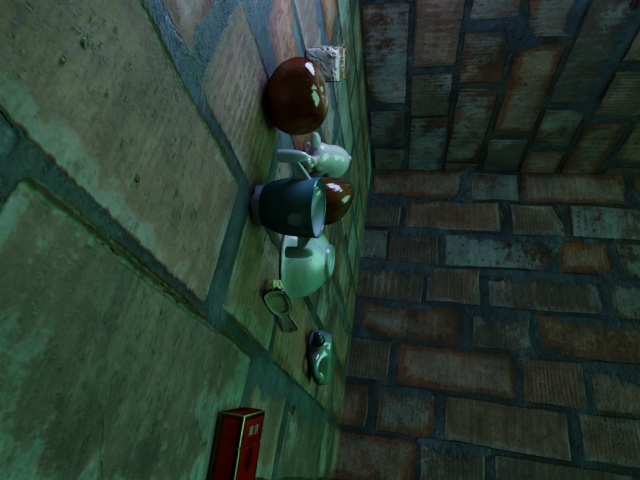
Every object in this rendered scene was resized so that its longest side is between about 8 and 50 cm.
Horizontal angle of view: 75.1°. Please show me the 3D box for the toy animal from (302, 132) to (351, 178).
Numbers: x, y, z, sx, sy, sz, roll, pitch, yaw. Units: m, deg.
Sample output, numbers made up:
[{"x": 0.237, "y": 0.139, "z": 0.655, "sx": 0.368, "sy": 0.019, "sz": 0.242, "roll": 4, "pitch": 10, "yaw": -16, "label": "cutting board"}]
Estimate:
[{"x": -0.007, "y": -0.295, "z": 1.489, "sx": 0.282, "sy": 0.138, "sz": 0.141, "roll": -2, "pitch": 86, "yaw": -55, "label": "toy animal"}]

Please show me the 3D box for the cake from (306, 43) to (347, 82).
[{"x": 0.021, "y": -0.649, "z": 1.527, "sx": 0.147, "sy": 0.135, "sz": 0.135, "roll": -50, "pitch": 143, "yaw": -62, "label": "cake"}]

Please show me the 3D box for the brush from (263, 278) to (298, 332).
[{"x": -0.115, "y": 0.206, "z": 1.300, "sx": 0.313, "sy": 0.071, "sz": 0.067, "roll": 78, "pitch": 6, "yaw": -55, "label": "brush"}]

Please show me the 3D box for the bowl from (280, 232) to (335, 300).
[{"x": -0.030, "y": 0.068, "z": 1.459, "sx": 0.313, "sy": 0.146, "sz": 0.314, "roll": 3, "pitch": 90, "yaw": -77, "label": "bowl"}]

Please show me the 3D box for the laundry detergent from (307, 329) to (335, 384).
[{"x": 0.002, "y": 0.496, "z": 1.822, "sx": 0.281, "sy": 0.105, "sz": 0.215, "roll": 80, "pitch": 20, "yaw": -53, "label": "laundry detergent"}]

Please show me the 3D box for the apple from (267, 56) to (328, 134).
[{"x": -0.066, "y": -0.390, "z": 1.141, "sx": 0.201, "sy": 0.162, "sz": 0.202, "roll": -8, "pitch": 90, "yaw": -75, "label": "apple"}]

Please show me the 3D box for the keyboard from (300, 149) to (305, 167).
[{"x": -0.071, "y": -0.266, "z": 1.484, "sx": 0.155, "sy": 0.010, "sz": 0.053, "roll": -73, "pitch": 161, "yaw": -47, "label": "keyboard"}]

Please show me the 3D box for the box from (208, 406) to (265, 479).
[{"x": -0.199, "y": 0.524, "z": 0.973, "sx": 0.153, "sy": 0.074, "sz": 0.240, "roll": 50, "pitch": 44, "yaw": -67, "label": "box"}]

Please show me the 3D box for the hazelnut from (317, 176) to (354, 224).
[{"x": 0.017, "y": -0.150, "z": 1.476, "sx": 0.181, "sy": 0.181, "sz": 0.212, "roll": -62, "pitch": -165, "yaw": 8, "label": "hazelnut"}]

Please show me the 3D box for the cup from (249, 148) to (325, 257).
[{"x": -0.084, "y": -0.089, "z": 1.086, "sx": 0.168, "sy": 0.172, "sz": 0.300, "roll": -62, "pitch": 153, "yaw": -61, "label": "cup"}]
